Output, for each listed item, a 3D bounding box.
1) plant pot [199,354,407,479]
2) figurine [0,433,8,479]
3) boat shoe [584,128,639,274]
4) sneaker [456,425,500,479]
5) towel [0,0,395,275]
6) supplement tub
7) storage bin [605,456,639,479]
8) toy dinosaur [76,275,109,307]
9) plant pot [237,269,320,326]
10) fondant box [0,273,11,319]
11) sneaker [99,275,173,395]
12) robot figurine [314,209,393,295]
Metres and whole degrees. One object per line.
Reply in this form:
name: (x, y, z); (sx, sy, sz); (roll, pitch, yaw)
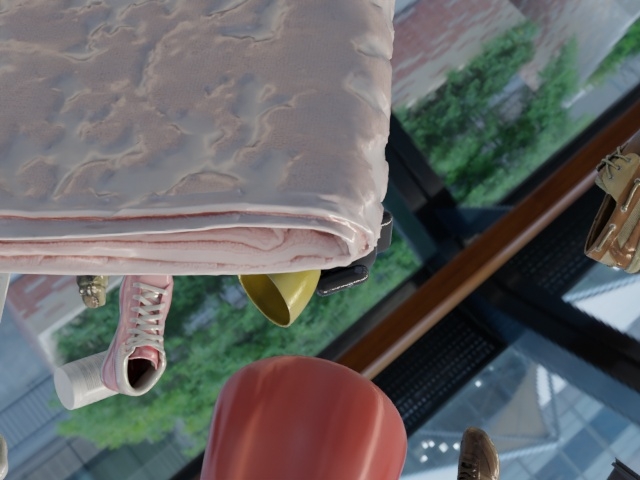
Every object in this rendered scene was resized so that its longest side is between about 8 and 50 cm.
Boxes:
plant pot: (-0.035, 0.324, 1.131); (0.275, 0.275, 0.243); (-48, -166, 33)
figurine: (-0.542, 0.312, 1.353); (0.092, 0.215, 0.209); (-23, 152, -35)
boat shoe: (0.525, -0.098, 1.527); (0.122, 0.119, 0.324); (-66, 166, -69)
sneaker: (0.257, 0.408, 1.521); (0.066, 0.189, 0.071); (2, -164, 41)
towel: (-0.117, -0.124, 0.490); (0.053, 0.316, 0.332); (80, 13, -50)
supplement tub: (-0.348, 0.212, 1.409); (0.107, 0.071, 0.071); (-15, 155, -39)
storage bin: (0.481, 0.412, 1.384); (0.091, 0.098, 0.135); (-50, -156, 0)
toy dinosaur: (-0.230, -0.028, 1.179); (0.064, 0.118, 0.268); (-154, -98, -83)
plant pot: (-0.056, 0.056, 1.442); (0.095, 0.134, 0.134); (-36, 168, -24)
fondant box: (-0.496, -0.027, 1.364); (0.238, 0.096, 0.330); (152, -50, -65)
sneaker: (-0.157, 0.078, 0.825); (0.070, 0.051, 0.134); (8, -99, 60)
robot figurine: (-0.001, 0.000, 1.747); (0.278, 0.174, 0.209); (-18, -170, -19)
